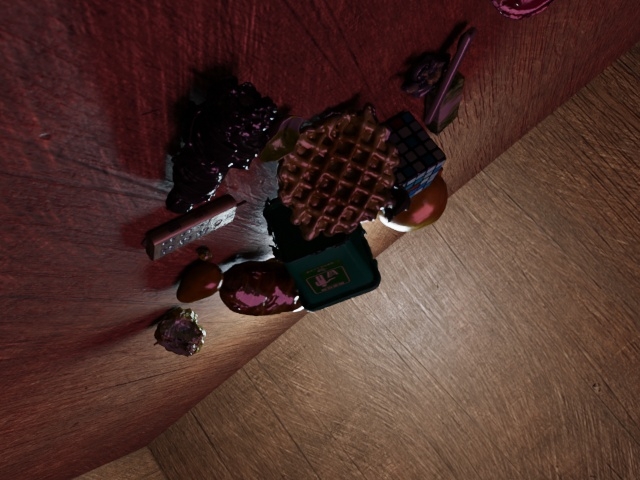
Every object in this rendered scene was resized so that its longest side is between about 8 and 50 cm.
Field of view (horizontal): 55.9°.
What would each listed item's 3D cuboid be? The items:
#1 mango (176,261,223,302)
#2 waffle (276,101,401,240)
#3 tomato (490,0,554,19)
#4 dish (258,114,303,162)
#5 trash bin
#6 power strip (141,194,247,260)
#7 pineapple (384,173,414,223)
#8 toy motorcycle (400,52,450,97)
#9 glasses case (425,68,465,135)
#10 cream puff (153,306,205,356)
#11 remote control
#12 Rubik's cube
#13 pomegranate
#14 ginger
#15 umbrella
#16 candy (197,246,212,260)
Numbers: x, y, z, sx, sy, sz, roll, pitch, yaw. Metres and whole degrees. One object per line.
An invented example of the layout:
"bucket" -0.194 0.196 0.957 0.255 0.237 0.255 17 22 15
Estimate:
"mango" -0.329 0.118 1.649 0.111 0.089 0.163 -12 163 -36
"waffle" 0.043 -0.156 1.411 0.317 0.297 0.073 -24 -155 -13
"tomato" 0.430 -0.580 1.287 0.173 0.099 0.189 -27 130 17
"dish" -0.086 -0.222 1.255 0.091 0.039 0.137 -19 154 -37
"trash bin" 0.000 0.000 1.685 0.259 0.295 0.381 -20 156 4
"power strip" -0.279 -0.037 1.373 0.268 0.034 0.092 -30 164 -29
"pineapple" 0.128 -0.157 1.560 0.128 0.248 0.128 -39 168 -10
"toy motorcycle" 0.255 -0.400 1.484 0.193 0.061 0.124 -34 161 -49
"glasses case" 0.352 -0.397 1.738 0.095 0.062 0.272 -43 167 -2
"cream puff" -0.422 0.277 1.838 0.156 0.156 0.121 -34 180 -15
"remote control" 0.319 -0.410 1.511 0.067 0.029 0.260 -52 168 -49
"Rubik's cube" 0.212 -0.219 1.709 0.187 0.184 0.182 -32 166 -17
"pomegranate" 0.298 -0.156 1.990 0.264 0.264 0.264 -35 166 -10
"ginger" -0.171 0.138 1.909 0.418 0.254 0.176 -1 102 -45
"umbrella" -0.186 -0.157 1.070 0.154 0.128 0.336 -12 162 -27
"candy" -0.303 0.044 1.596 0.035 0.035 0.123 -29 172 -12
